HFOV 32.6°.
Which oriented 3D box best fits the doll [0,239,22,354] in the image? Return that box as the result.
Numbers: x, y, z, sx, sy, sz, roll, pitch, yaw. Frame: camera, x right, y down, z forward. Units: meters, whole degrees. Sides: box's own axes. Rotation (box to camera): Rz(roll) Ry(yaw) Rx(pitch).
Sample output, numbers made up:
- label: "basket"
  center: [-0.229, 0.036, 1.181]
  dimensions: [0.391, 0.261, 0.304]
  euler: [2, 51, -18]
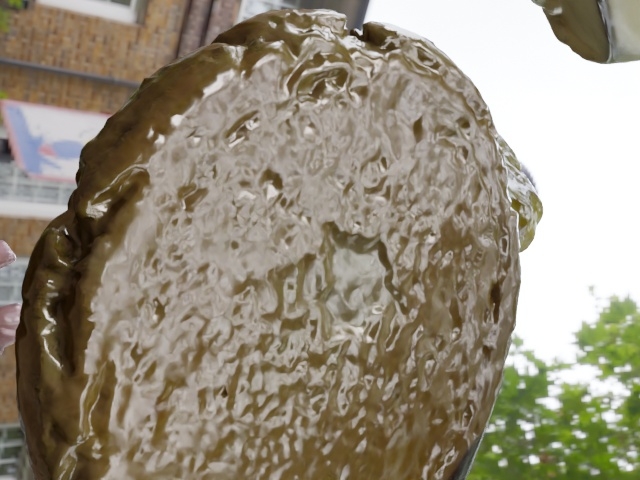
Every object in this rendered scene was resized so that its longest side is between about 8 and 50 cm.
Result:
- label: "doll"
  center: [-0.339, 0.048, 0.832]
  dimensions: [0.211, 0.262, 0.093]
  euler: [-51, -127, 5]

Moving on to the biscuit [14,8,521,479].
- label: "biscuit"
  center: [-0.008, 0.030, 0.381]
  dimensions: [0.042, 0.225, 0.226]
  euler: [12, -84, 48]

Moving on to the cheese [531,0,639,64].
- label: "cheese"
  center: [0.298, -0.289, 0.986]
  dimensions: [0.233, 0.266, 0.127]
  euler: [-37, -132, 2]

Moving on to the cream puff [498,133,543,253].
- label: "cream puff"
  center: [0.159, -0.071, 1.486]
  dimensions: [0.185, 0.281, 0.282]
  euler: [-43, -122, 28]
